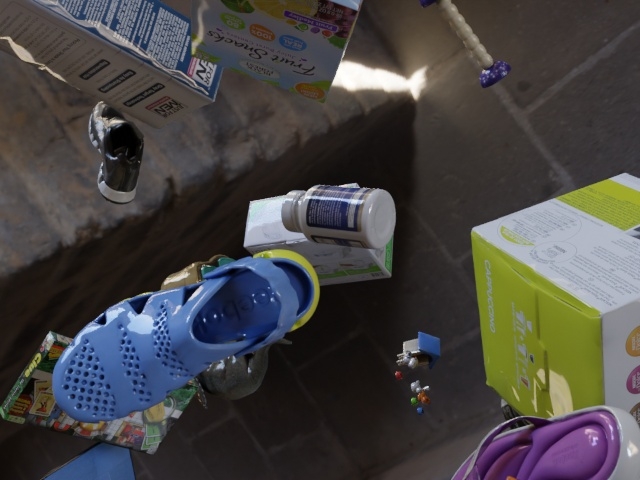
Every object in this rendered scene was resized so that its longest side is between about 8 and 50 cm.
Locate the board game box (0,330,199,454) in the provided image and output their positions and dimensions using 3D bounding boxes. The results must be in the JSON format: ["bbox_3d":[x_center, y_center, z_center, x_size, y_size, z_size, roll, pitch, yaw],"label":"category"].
[{"bbox_3d":[-0.315,0.230,1.155,0.030,0.260,0.136,36,96,48],"label":"board game box"}]

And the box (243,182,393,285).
[{"bbox_3d":[0.000,0.000,1.751,0.262,0.126,0.231,-8,149,25],"label":"box"}]

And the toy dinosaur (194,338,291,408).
[{"bbox_3d":[-0.168,0.252,1.547,0.314,0.121,0.160,-10,64,28],"label":"toy dinosaur"}]

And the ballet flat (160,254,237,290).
[{"bbox_3d":[-0.166,0.062,1.143,0.073,0.232,0.080,-18,82,10],"label":"ballet flat"}]

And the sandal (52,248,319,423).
[{"bbox_3d":[-0.143,0.096,0.854,0.126,0.317,0.138,61,170,-1],"label":"sandal"}]

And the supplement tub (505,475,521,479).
[{"bbox_3d":[0.286,0.338,0.676,0.316,0.193,0.193,19,122,18],"label":"supplement tub"}]

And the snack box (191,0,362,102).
[{"bbox_3d":[-0.051,-0.249,0.866,0.175,0.070,0.207,18,163,-3],"label":"snack box"}]

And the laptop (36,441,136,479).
[{"bbox_3d":[-0.368,0.593,1.230,0.408,0.382,0.236,49,138,14],"label":"laptop"}]

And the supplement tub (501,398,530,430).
[{"bbox_3d":[0.519,0.366,1.798,0.190,0.117,0.117,-36,86,32],"label":"supplement tub"}]

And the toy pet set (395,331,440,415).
[{"bbox_3d":[0.190,0.234,1.432,0.065,0.114,0.122,-16,128,21],"label":"toy pet set"}]

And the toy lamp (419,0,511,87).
[{"bbox_3d":[0.280,-0.437,1.600,0.080,0.080,0.274,-23,112,43],"label":"toy lamp"}]

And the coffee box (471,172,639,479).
[{"bbox_3d":[0.482,0.131,1.283,0.338,0.334,0.337,-136,30,-59],"label":"coffee box"}]

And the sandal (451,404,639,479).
[{"bbox_3d":[0.267,0.320,1.101,0.102,0.169,0.416,24,138,-16],"label":"sandal"}]

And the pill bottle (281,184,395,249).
[{"bbox_3d":[0.025,-0.040,1.250,0.169,0.094,0.094,7,114,32],"label":"pill bottle"}]

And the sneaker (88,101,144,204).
[{"bbox_3d":[-0.345,-0.177,1.357,0.106,0.078,0.234,-57,39,37],"label":"sneaker"}]

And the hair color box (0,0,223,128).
[{"bbox_3d":[-0.322,-0.293,1.104,0.174,0.347,0.105,-11,60,50],"label":"hair color box"}]
